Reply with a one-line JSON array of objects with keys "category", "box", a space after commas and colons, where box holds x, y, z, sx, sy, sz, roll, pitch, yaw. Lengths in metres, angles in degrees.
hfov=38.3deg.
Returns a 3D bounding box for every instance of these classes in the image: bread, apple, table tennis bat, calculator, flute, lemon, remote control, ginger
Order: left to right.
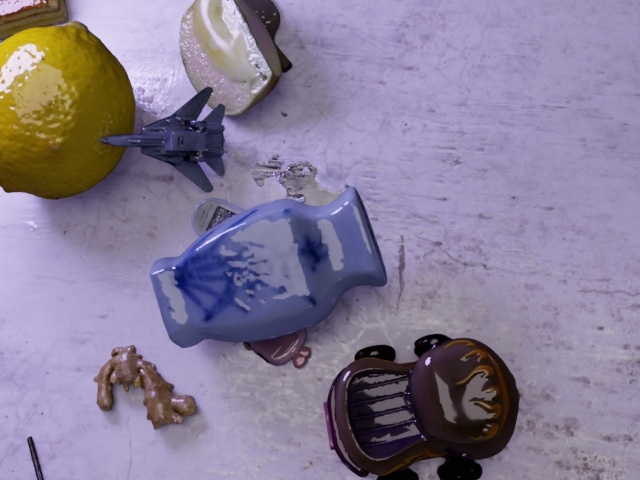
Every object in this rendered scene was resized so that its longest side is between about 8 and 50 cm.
[{"category": "bread", "box": [-0.682, -0.542, 1.991, 0.234, 0.110, 0.184, -16, 74, 1]}, {"category": "flute", "box": [-0.514, 0.499, 1.735, 0.014, 0.014, 0.269, -21, 73, 1]}, {"category": "lemon", "box": [-0.519, -0.247, 1.795, 0.336, 0.336, 0.335, -2, 75, 6]}, {"category": "ginger", "box": [-0.342, 0.279, 1.755, 0.193, 0.052, 0.176, -15, 79, 3]}, {"category": "apple", "box": [-0.188, -0.382, 1.883, 0.193, 0.120, 0.264, -35, 80, 31]}, {"category": "remote control", "box": [-0.140, -0.010, 1.813, 0.244, 0.047, 0.087, 23, 87, 11]}, {"category": "table tennis bat", "box": [-0.136, -0.445, 1.948, 0.131, 0.022, 0.234, -35, 71, -4]}, {"category": "calculator", "box": [-0.088, 0.179, 1.766, 0.166, 0.024, 0.103, 38, 82, 16]}]

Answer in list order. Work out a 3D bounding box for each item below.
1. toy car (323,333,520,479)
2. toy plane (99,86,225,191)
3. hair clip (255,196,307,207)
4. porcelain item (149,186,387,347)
[{"category": "toy car", "box": [0.174, 0.289, 1.593, 0.341, 0.240, 0.271, -11, 72, 1]}, {"category": "toy plane", "box": [-0.294, -0.194, 1.774, 0.088, 0.267, 0.212, 9, 101, 43]}, {"category": "hair clip", "box": [-0.079, -0.059, 1.832, 0.115, 0.039, 0.030, -9, 71, 16]}, {"category": "porcelain item", "box": [-0.094, 0.056, 1.686, 0.405, 0.178, 0.242, -19, 85, 8]}]
